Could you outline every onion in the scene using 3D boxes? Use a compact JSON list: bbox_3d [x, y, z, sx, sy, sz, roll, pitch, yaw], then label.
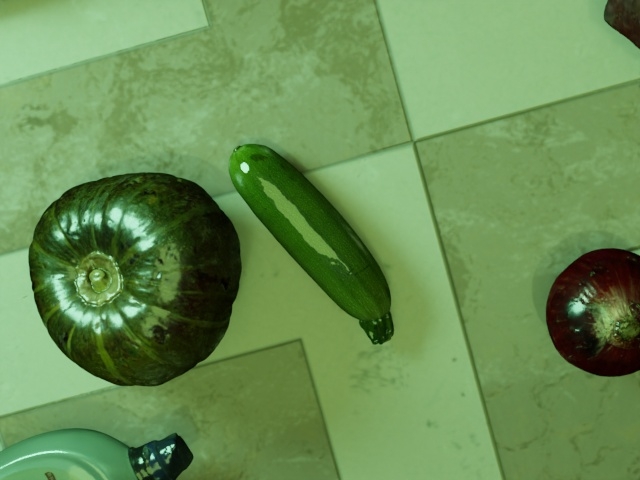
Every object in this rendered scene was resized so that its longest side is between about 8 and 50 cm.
[{"bbox_3d":[0.287,0.074,1.591,0.131,0.131,0.131,0,100,1],"label":"onion"}]

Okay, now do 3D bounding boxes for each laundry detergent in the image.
[{"bbox_3d":[-0.250,0.296,1.648,0.280,0.105,0.215,-27,98,4],"label":"laundry detergent"}]

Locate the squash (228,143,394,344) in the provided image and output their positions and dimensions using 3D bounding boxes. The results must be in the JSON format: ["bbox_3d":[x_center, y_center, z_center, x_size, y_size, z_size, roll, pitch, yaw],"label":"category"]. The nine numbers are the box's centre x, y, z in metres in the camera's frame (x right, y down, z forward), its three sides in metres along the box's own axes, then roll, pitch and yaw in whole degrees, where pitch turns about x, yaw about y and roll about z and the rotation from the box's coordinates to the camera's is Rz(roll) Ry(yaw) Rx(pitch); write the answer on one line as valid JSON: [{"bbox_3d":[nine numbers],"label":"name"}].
[{"bbox_3d":[0.000,0.000,1.608,0.066,0.066,0.252,-41,98,7],"label":"squash"}]

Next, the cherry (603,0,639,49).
[{"bbox_3d":[0.408,-0.253,1.490,0.300,0.203,0.230,-20,105,19],"label":"cherry"}]

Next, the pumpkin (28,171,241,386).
[{"bbox_3d":[-0.173,0.038,1.576,0.219,0.162,0.219,-2,83,22],"label":"pumpkin"}]
